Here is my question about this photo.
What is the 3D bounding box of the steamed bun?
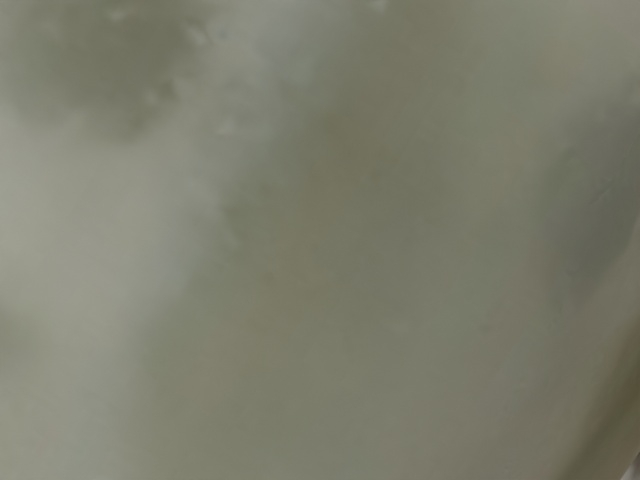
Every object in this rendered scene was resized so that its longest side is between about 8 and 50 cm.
[{"bbox_3d":[0.000,0.000,0.484,0.324,0.206,0.324,-54,-11,-16],"label":"steamed bun"}]
